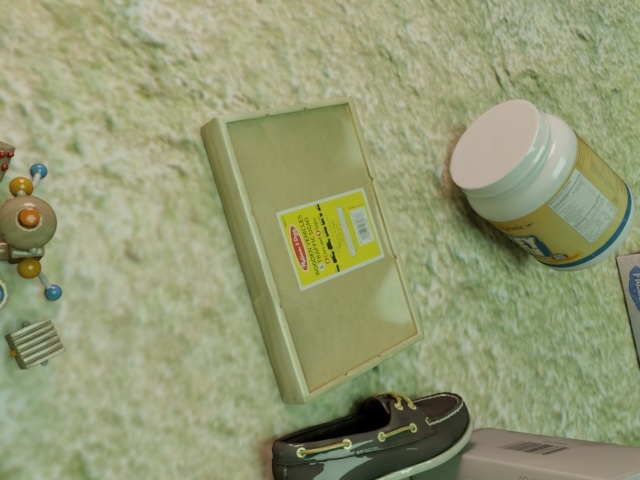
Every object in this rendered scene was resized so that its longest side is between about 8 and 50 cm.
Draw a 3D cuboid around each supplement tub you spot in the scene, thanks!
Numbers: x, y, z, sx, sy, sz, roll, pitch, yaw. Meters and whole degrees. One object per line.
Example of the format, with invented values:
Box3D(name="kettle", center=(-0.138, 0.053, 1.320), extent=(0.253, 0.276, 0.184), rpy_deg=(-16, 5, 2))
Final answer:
Box3D(name="supplement tub", center=(0.271, -0.065, 0.713), extent=(0.200, 0.144, 0.144), rpy_deg=(32, 64, -27))

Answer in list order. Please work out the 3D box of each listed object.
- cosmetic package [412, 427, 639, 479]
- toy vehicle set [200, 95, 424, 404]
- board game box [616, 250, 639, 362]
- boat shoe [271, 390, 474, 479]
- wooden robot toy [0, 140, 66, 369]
Box3D(name="cosmetic package", center=(0.214, 0.312, 0.548), extent=(0.138, 0.224, 0.224), rpy_deg=(2, 79, -36))
Box3D(name="toy vehicle set", center=(0.000, 0.000, 0.567), extent=(0.166, 0.035, 0.267), rpy_deg=(-18, 92, -37))
Box3D(name="board game box", center=(0.646, 0.156, 0.999), extent=(0.319, 0.066, 0.318), rpy_deg=(-10, 87, -38))
Box3D(name="boat shoe", center=(0.058, 0.182, 0.546), extent=(0.228, 0.081, 0.068), rpy_deg=(-13, 93, -35))
Box3D(name="wooden robot toy", center=(-0.208, 0.001, 0.385), extent=(0.076, 0.079, 0.173), rpy_deg=(-6, 84, -37))
